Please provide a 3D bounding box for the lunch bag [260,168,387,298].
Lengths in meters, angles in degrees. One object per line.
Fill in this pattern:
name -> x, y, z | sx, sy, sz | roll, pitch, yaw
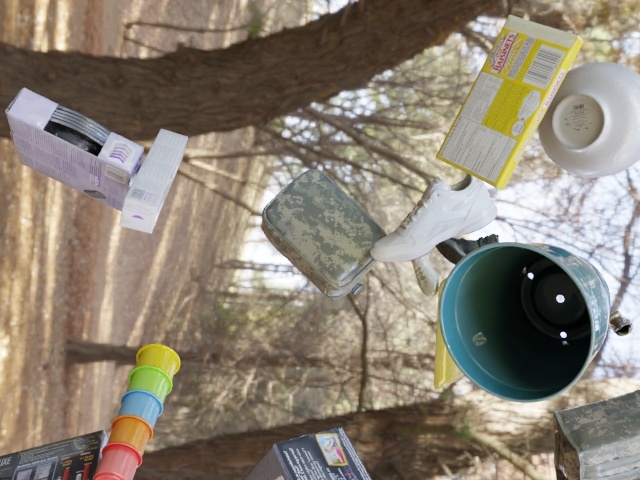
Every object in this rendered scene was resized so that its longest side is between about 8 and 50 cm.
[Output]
lunch bag -> 0.000, 0.000, 1.671 | 0.212, 0.305, 0.256 | -44, 170, -18

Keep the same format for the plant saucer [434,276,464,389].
plant saucer -> 0.451, 0.261, 2.022 | 0.332, 0.080, 0.333 | -17, 111, -59

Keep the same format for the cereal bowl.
cereal bowl -> 0.772, -0.343, 1.893 | 0.338, 0.141, 0.339 | 15, -69, 45

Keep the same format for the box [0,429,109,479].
box -> -0.579, 0.523, 1.299 | 0.242, 0.307, 0.077 | -108, -175, -59

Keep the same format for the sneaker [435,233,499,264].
sneaker -> 0.473, 0.023, 2.045 | 0.130, 0.227, 0.087 | -52, 154, -29

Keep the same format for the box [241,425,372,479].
box -> -0.042, 0.416, 0.955 | 0.247, 0.142, 0.163 | -54, -127, 32

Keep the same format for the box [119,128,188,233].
box -> -0.332, -0.128, 1.330 | 0.324, 0.067, 0.063 | -91, -159, -57

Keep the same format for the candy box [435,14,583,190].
candy box -> 0.239, -0.178, 0.846 | 0.105, 0.027, 0.206 | 36, -75, 40

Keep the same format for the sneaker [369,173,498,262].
sneaker -> 0.239, -0.056, 1.480 | 0.152, 0.305, 0.114 | 65, -3, -18

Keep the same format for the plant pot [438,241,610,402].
plant pot -> 0.395, 0.122, 1.190 | 0.271, 0.255, 0.272 | 7, -79, 38

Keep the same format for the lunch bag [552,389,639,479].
lunch bag -> 0.720, 0.549, 1.643 | 0.169, 0.235, 0.287 | -105, -179, -58

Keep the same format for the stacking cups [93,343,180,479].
stacking cups -> -0.351, 0.333, 1.261 | 0.316, 0.095, 0.096 | -85, -173, -59

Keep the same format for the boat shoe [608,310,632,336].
boat shoe -> 0.766, 0.222, 1.675 | 0.056, 0.152, 0.049 | -37, -126, 24

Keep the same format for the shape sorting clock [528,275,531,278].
shape sorting clock -> 0.457, 0.161, 1.686 | 0.040, 0.206, 0.206 | 20, 71, -66

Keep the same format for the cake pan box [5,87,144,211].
cake pan box -> -0.485, -0.170, 1.309 | 0.070, 0.245, 0.267 | -70, -169, -21

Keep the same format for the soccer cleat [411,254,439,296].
soccer cleat -> 0.300, 0.076, 1.947 | 0.068, 0.076, 0.196 | -28, -126, 28
